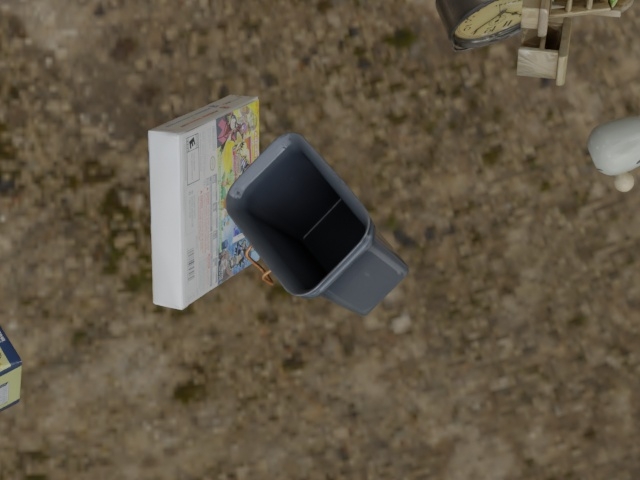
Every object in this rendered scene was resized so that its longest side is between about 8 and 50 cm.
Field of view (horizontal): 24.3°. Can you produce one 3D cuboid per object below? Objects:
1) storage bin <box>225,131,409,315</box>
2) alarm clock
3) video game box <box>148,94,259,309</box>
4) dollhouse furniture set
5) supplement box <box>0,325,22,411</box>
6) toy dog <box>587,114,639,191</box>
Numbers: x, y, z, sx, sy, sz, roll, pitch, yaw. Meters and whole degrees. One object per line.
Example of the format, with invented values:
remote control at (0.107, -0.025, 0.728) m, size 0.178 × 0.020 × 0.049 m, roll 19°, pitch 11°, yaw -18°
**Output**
storage bin at (0.000, 0.000, 1.147) m, size 0.098 × 0.135 × 0.091 m, roll -46°, pitch 139°, yaw 7°
alarm clock at (0.181, -0.250, 1.578) m, size 0.129 × 0.064 × 0.192 m, roll -15°, pitch 162°, yaw -20°
video game box at (-0.130, -0.048, 1.696) m, size 0.048 × 0.187 × 0.205 m, roll 10°, pitch 111°, yaw 26°
dollhouse furniture set at (0.242, -0.261, 1.356) m, size 0.101 × 0.161 × 0.182 m, roll 7°, pitch 141°, yaw 9°
supplement box at (-0.268, 0.099, 1.084) m, size 0.083 × 0.056 × 0.083 m, roll -27°, pitch 162°, yaw -24°
toy dog at (0.526, -0.100, 1.887) m, size 0.333 × 0.161 × 0.220 m, roll -10°, pitch 179°, yaw 38°
